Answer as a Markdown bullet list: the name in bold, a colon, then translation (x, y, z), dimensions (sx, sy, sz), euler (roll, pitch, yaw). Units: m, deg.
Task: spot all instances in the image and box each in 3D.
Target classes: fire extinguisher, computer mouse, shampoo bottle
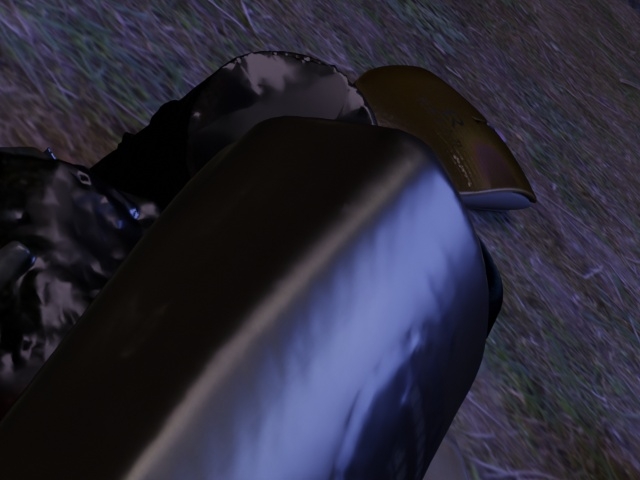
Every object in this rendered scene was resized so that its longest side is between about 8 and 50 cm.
- **fire extinguisher**: translation (-0.063, -0.019, 0.719), dimensions (0.089, 0.072, 0.267), euler (52, -22, -6)
- **computer mouse**: translation (0.098, -0.073, 1.369), dimensions (0.126, 0.056, 0.245), euler (53, 18, 17)
- **shampoo bottle**: translation (-0.060, 0.111, 0.398), dimensions (0.350, 0.084, 0.126), euler (-56, 145, -44)

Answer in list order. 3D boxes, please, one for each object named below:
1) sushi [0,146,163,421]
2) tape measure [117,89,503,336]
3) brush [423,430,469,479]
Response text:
- **sushi**: translation (-0.062, 0.069, 0.595), dimensions (0.225, 0.136, 0.126), euler (38, 38, -31)
- **tape measure**: translation (0.003, 0.003, 0.923), dimensions (0.181, 0.107, 0.182), euler (48, 19, 13)
- **brush**: translation (0.052, 0.153, 0.829), dimensions (0.060, 0.050, 0.321), euler (39, 12, -14)
